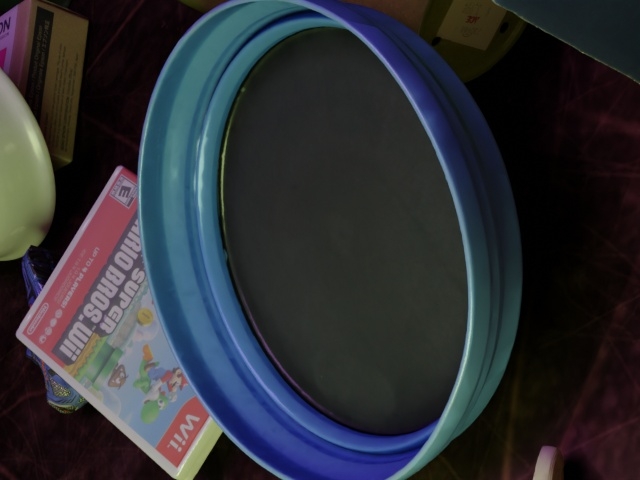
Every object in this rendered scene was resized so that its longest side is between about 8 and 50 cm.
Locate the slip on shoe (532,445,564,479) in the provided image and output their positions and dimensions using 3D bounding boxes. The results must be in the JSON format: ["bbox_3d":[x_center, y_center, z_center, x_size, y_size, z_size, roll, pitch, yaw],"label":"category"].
[{"bbox_3d":[0.163,0.208,1.099,0.041,0.051,0.135,3,61,11],"label":"slip on shoe"}]

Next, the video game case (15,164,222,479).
[{"bbox_3d":[-0.159,0.071,1.510,0.285,0.025,0.204,33,92,41],"label":"video game case"}]

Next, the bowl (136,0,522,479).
[{"bbox_3d":[0.000,0.000,1.243,0.391,0.077,0.391,18,115,46],"label":"bowl"}]

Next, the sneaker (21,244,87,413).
[{"bbox_3d":[-0.278,0.089,1.670,0.087,0.083,0.221,-52,38,26],"label":"sneaker"}]

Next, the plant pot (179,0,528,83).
[{"bbox_3d":[0.033,-0.256,1.328,0.293,0.275,0.275,39,105,36],"label":"plant pot"}]

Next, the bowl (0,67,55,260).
[{"bbox_3d":[-0.447,-0.081,1.780,0.298,0.134,0.298,21,129,28],"label":"bowl"}]

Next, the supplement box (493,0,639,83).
[{"bbox_3d":[0.209,-0.319,1.164,0.194,0.195,0.356,-41,46,32],"label":"supplement box"}]

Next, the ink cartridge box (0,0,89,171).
[{"bbox_3d":[-0.383,-0.156,1.910,0.235,0.088,0.193,-23,58,45],"label":"ink cartridge box"}]

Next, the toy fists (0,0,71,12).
[{"bbox_3d":[-0.338,-0.410,1.930,0.096,0.142,0.279,32,98,53],"label":"toy fists"}]
